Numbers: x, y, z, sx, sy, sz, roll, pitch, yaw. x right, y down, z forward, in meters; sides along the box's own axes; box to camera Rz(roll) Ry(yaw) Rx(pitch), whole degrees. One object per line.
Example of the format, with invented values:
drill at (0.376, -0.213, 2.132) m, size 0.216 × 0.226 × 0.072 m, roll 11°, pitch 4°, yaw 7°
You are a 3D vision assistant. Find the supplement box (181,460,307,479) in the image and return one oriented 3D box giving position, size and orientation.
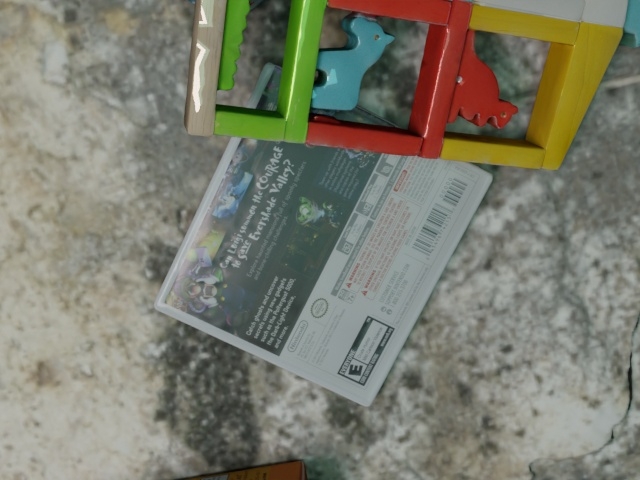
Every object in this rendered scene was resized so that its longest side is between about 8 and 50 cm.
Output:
supplement box at (-0.121, 0.224, 0.504) m, size 0.234 × 0.080 × 0.078 m, roll -9°, pitch 99°, yaw 0°

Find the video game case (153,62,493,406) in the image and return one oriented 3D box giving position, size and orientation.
video game case at (0.000, 0.000, 0.493) m, size 0.173 × 0.022 × 0.190 m, roll 26°, pitch 100°, yaw -5°

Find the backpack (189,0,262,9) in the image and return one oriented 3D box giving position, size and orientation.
backpack at (-0.060, -0.202, 0.425) m, size 0.105 × 0.084 × 0.114 m, roll 37°, pitch 100°, yaw -4°

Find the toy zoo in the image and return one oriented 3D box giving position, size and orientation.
toy zoo at (0.076, -0.144, 0.417) m, size 0.294 × 0.030 × 0.192 m, roll 4°, pitch 111°, yaw -18°
